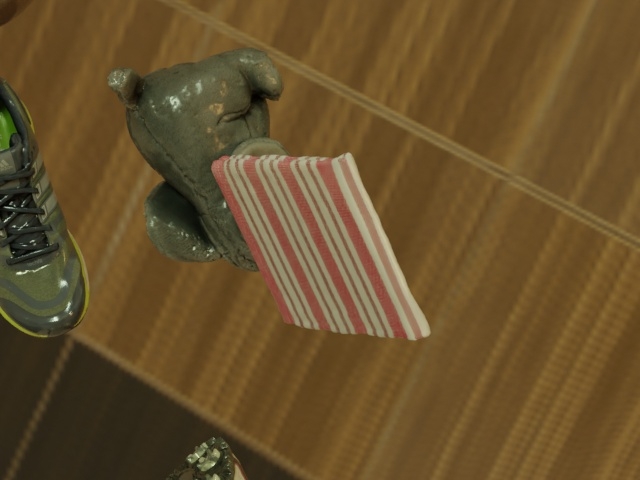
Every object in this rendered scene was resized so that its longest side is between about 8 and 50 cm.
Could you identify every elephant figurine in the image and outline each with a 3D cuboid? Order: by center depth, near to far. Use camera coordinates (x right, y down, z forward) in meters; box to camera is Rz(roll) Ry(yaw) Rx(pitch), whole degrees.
[{"bbox_3d":[-0.077,-0.044,1.670,0.186,0.169,0.239,-16,79,-11],"label":"elephant figurine"}]

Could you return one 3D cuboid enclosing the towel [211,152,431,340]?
[{"bbox_3d":[0.000,0.000,1.319,0.197,0.029,0.144,3,123,59],"label":"towel"}]

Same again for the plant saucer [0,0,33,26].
[{"bbox_3d":[-0.376,-0.371,1.899,0.050,0.310,0.311,-1,89,44],"label":"plant saucer"}]

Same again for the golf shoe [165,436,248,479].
[{"bbox_3d":[-0.077,0.265,1.531,0.105,0.273,0.120,-43,113,6],"label":"golf shoe"}]

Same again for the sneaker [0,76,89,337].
[{"bbox_3d":[-0.320,-0.042,1.857,0.111,0.121,0.300,-22,76,-9],"label":"sneaker"}]
